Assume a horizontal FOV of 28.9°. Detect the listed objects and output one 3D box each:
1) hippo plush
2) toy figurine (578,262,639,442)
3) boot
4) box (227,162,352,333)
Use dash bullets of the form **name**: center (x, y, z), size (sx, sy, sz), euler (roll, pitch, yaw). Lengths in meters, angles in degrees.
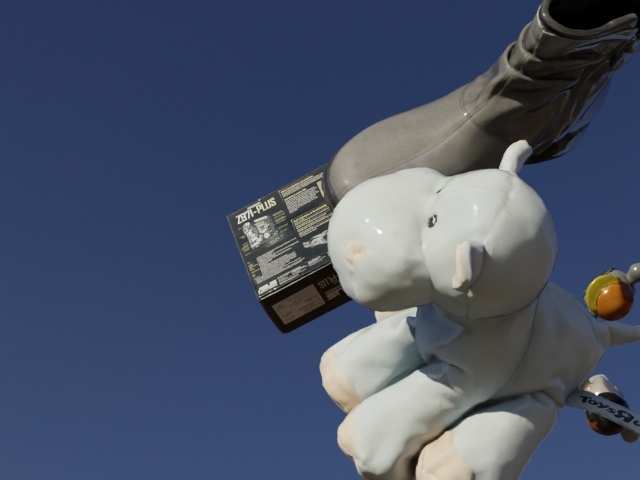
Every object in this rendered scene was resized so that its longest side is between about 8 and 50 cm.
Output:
- **hippo plush**: center (0.113, 0.068, 0.967), size (0.294, 0.234, 0.236), euler (6, -36, 25)
- **toy figurine**: center (0.389, 0.130, 1.393), size (0.210, 0.213, 0.148), euler (5, 6, 9)
- **boot**: center (0.162, -0.137, 1.121), size (0.338, 0.118, 0.222), euler (-29, -16, -31)
- **box**: center (0.000, 0.000, 1.450), size (0.180, 0.147, 0.077), euler (-28, -43, 3)
